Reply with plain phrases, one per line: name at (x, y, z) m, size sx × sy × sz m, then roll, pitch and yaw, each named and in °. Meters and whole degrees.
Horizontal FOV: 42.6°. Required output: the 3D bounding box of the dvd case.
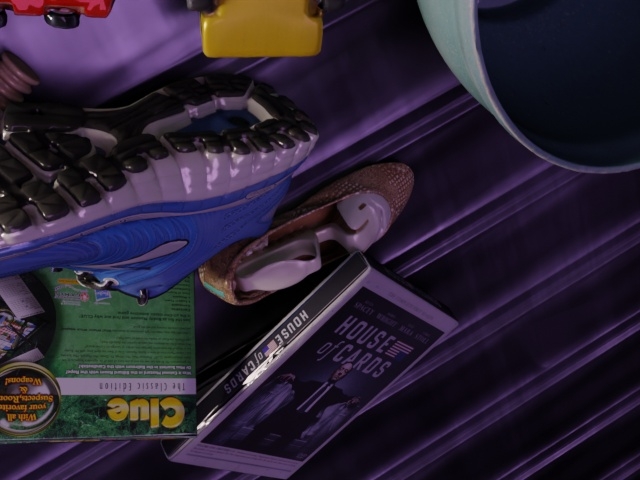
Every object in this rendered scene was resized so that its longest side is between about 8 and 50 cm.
dvd case at (-0.003, 0.123, 0.736) m, size 0.238 × 0.030 × 0.179 m, roll -44°, pitch 143°, yaw 11°

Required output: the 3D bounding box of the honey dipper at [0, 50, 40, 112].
honey dipper at (-0.251, -0.059, 0.547) m, size 0.160 × 0.030 × 0.030 m, roll -44°, pitch 128°, yaw 8°

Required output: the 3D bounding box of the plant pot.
plant pot at (0.176, -0.218, 0.560) m, size 0.293 × 0.196 × 0.293 m, roll -13°, pitch 123°, yaw -20°

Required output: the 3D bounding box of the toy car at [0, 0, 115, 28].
toy car at (-0.263, -0.177, 0.452) m, size 0.239 × 0.053 × 0.225 m, roll -33°, pitch 127°, yaw -7°

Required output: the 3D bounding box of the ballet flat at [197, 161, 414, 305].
ballet flat at (0.000, 0.000, 0.682) m, size 0.206 × 0.067 × 0.073 m, roll -28°, pitch 126°, yaw -10°

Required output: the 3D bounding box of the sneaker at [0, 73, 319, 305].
sneaker at (-0.150, -0.008, 0.544) m, size 0.330 × 0.130 × 0.147 m, roll -14°, pitch 136°, yaw -34°

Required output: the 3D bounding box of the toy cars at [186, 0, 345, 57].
toy cars at (-0.099, -0.277, 0.458) m, size 0.176 × 0.087 × 0.394 m, roll -37°, pitch 125°, yaw 10°

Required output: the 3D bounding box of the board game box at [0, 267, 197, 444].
board game box at (-0.215, 0.078, 0.593) m, size 0.259 × 0.136 × 0.030 m, roll 7°, pitch 159°, yaw -29°
